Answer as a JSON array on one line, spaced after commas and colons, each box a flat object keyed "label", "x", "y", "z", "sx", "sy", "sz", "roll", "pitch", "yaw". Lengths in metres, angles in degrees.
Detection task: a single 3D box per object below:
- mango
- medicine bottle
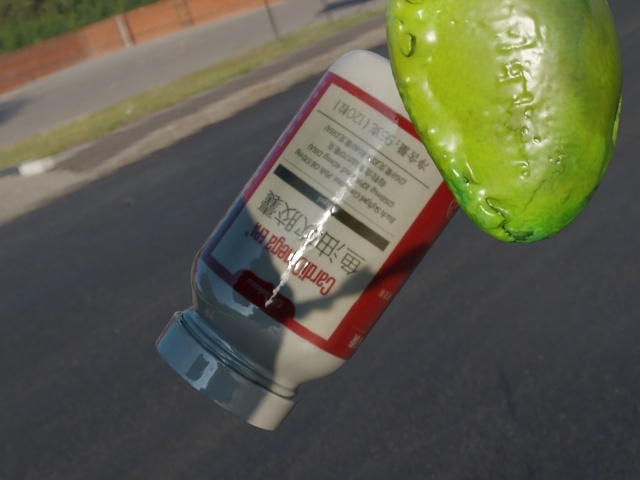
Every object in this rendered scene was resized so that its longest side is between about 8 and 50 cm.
[{"label": "mango", "x": 0.100, "y": -0.087, "z": 0.612, "sx": 0.119, "sy": 0.178, "sz": 0.100, "roll": -9, "pitch": -4, "yaw": 13}, {"label": "medicine bottle", "x": 0.000, "y": 0.000, "z": 0.796, "sx": 0.250, "sy": 0.131, "sz": 0.131, "roll": -54, "pitch": 16, "yaw": 2}]
